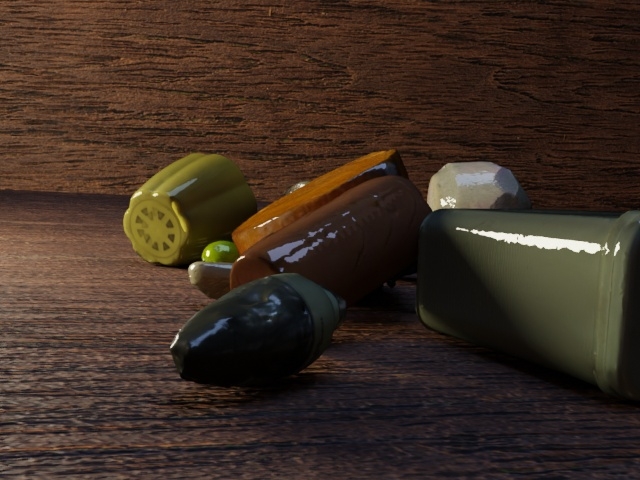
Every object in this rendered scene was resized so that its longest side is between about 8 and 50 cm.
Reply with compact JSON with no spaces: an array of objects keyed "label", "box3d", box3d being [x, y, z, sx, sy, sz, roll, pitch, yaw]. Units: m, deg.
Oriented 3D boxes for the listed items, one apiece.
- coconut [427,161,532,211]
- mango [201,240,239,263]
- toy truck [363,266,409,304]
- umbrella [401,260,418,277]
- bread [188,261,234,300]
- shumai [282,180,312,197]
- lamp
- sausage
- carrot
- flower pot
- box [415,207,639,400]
[{"label":"coconut","box3d":[0.354,-0.074,2.011,0.234,0.224,0.224,2,6,4]},{"label":"mango","box3d":[-0.141,0.032,1.469,0.108,0.056,0.073,14,3,-34]},{"label":"toy truck","box3d":[0.075,0.015,1.335,0.088,0.121,0.259,40,3,-4]},{"label":"umbrella","box3d":[0.239,0.019,1.535,0.272,0.110,0.122,1,45,-3]},{"label":"bread","box3d":[-0.069,0.064,1.198,0.214,0.053,0.073,6,-9,-12]},{"label":"shumai","box3d":[0.000,0.000,1.603,0.201,0.201,0.120,7,48,31]},{"label":"lamp","box3d":[-0.052,0.081,0.829,0.101,0.101,0.250,7,10,31]},{"label":"sausage","box3d":[0.028,0.012,1.076,0.121,0.121,0.304,8,27,38]},{"label":"carrot","box3d":[0.003,-0.037,1.327,0.307,0.100,0.258,-24,14,44]},{"label":"flower pot","box3d":[-0.235,-0.042,1.577,0.195,0.195,0.179,6,20,25]},{"label":"box","box3d":[0.338,0.050,1.020,0.352,0.177,0.344,0,4,-29]}]
